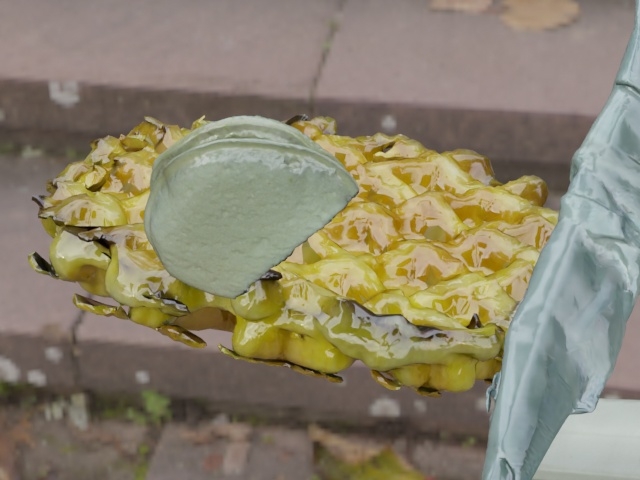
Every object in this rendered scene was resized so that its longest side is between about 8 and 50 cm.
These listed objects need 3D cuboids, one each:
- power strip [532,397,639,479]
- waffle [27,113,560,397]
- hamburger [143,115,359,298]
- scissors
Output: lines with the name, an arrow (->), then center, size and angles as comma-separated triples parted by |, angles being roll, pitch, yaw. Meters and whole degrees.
power strip -> 0.225, 0.102, 0.541 | 0.367, 0.106, 0.043 | -3, 48, 45
waffle -> 0.000, 0.000, 1.103 | 0.379, 0.095, 0.382 | 14, 19, 7
hamburger -> -0.046, -0.026, 0.826 | 0.084, 0.121, 0.054 | 34, 45, -27
scissors -> 0.122, -0.068, 0.488 | 0.256, 0.029, 0.384 | 28, 59, -27
